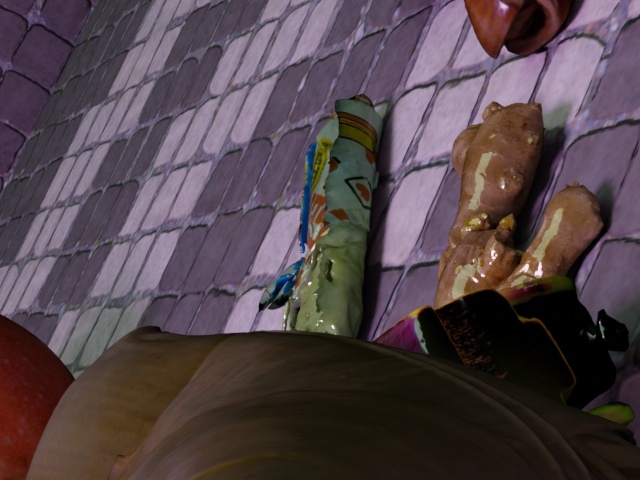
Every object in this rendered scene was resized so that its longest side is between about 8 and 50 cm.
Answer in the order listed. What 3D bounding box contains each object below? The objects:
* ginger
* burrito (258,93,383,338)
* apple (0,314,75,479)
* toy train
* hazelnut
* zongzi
[{"bbox_3d":[0.107,-0.010,1.113,0.176,0.052,0.193,-60,19,-12],"label":"ginger"},{"bbox_3d":[0.000,0.000,1.367,0.104,0.054,0.288,-48,23,35],"label":"burrito"},{"bbox_3d":[-0.362,0.225,1.621,0.348,0.277,0.348,-50,16,20],"label":"apple"},{"bbox_3d":[0.034,0.119,0.947,0.296,0.160,0.100,-42,69,43],"label":"toy train"},{"bbox_3d":[0.135,-0.167,1.237,0.086,0.086,0.086,-50,22,29],"label":"hazelnut"},{"bbox_3d":[-0.073,0.105,0.708,0.447,0.418,0.181,12,83,38],"label":"zongzi"}]
